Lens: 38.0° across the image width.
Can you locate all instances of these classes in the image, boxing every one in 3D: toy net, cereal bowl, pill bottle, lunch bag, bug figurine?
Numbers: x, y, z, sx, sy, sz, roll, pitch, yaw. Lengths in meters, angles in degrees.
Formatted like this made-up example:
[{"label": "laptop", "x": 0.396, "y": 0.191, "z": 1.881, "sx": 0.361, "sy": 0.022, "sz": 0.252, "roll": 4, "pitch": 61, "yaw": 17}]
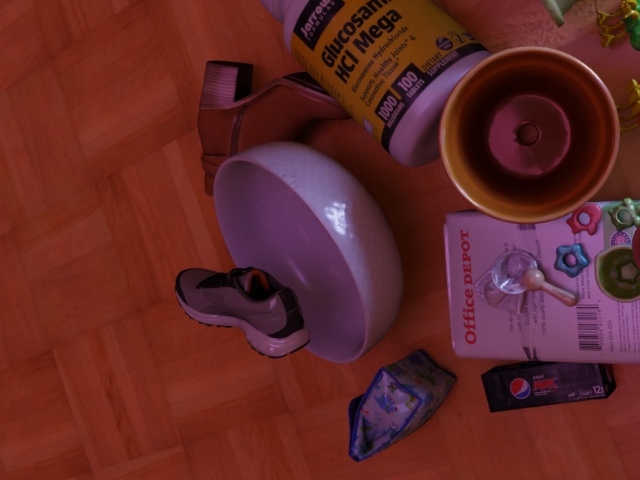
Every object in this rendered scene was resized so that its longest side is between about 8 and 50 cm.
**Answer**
[{"label": "toy net", "x": 0.285, "y": 0.026, "z": 1.129, "sx": 0.232, "sy": 0.045, "sz": 0.122, "roll": -14, "pitch": 88, "yaw": 31}, {"label": "cereal bowl", "x": 0.000, "y": 0.000, "z": 1.344, "sx": 0.339, "sy": 0.141, "sz": 0.339, "roll": 40, "pitch": 149, "yaw": 30}, {"label": "pill bottle", "x": 0.071, "y": -0.273, "z": 1.273, "sx": 0.334, "sy": 0.188, "sz": 0.188, "roll": 47, "pitch": 117, "yaw": 18}, {"label": "lunch bag", "x": 0.109, "y": 0.246, "z": 1.355, "sx": 0.096, "sy": 0.129, "sz": 0.151, "roll": 37, "pitch": 116, "yaw": 24}, {"label": "bug figurine", "x": 0.408, "y": -0.234, "z": 1.079, "sx": 0.072, "sy": 0.279, "sz": 0.216, "roll": -8, "pitch": 73, "yaw": -7}]

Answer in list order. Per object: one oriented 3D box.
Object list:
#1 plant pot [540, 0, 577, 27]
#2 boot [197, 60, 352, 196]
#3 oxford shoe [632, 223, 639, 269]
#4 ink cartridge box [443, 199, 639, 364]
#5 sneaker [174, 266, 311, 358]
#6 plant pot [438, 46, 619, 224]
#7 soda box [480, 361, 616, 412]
[{"label": "plant pot", "x": 0.312, "y": -0.435, "z": 1.081, "sx": 0.254, "sy": 0.276, "sz": 0.276, "roll": -32, "pitch": 79, "yaw": 20}, {"label": "boot", "x": -0.069, "y": -0.150, "z": 1.431, "sx": 0.284, "sy": 0.109, "sz": 0.220, "roll": 11, "pitch": 109, "yaw": 21}, {"label": "oxford shoe", "x": 0.537, "y": -0.040, "z": 1.004, "sx": 0.397, "sy": 0.146, "sz": 0.140, "roll": -14, "pitch": 103, "yaw": 16}, {"label": "ink cartridge box", "x": 0.312, "y": 0.051, "z": 1.211, "sx": 0.273, "sy": 0.115, "sz": 0.198, "roll": -2, "pitch": 95, "yaw": 31}, {"label": "sneaker", "x": -0.120, "y": 0.079, "z": 1.384, "sx": 0.272, "sy": 0.100, "sz": 0.108, "roll": 18, "pitch": 125, "yaw": 42}, {"label": "plant pot", "x": 0.257, "y": -0.131, "z": 1.161, "sx": 0.205, "sy": 0.188, "sz": 0.205, "roll": 1, "pitch": 97, "yaw": 12}, {"label": "soda box", "x": 0.309, "y": 0.192, "z": 1.268, "sx": 0.169, "sy": 0.053, "sz": 0.060, "roll": -15, "pitch": 88, "yaw": 32}]
